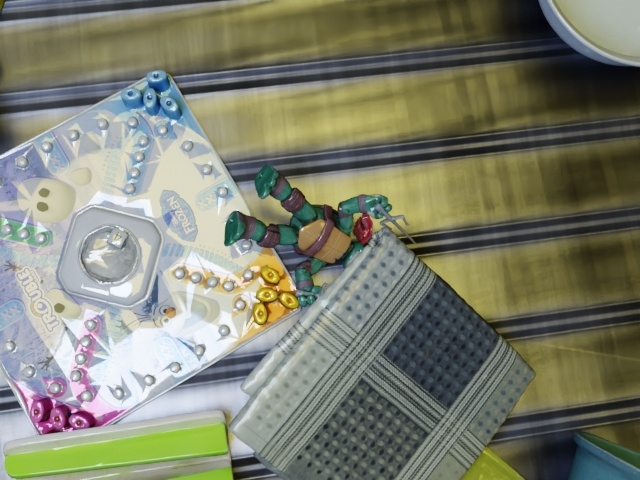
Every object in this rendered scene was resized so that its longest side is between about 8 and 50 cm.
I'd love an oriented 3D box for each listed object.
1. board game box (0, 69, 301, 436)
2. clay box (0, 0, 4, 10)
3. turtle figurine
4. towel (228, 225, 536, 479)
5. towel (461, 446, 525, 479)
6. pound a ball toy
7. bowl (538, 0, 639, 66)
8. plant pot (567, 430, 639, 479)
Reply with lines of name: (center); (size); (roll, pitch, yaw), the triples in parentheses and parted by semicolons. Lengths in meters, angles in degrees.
board game box: (-0.281, 0.019, 1.075); (0.390, 0.050, 0.390); (-30, 86, -8)
clay box: (-0.484, -0.403, 1.113); (0.127, 0.053, 0.222); (16, 80, -2)
turtle figurine: (0.000, 0.000, 1.062); (0.234, 0.118, 0.175); (26, 91, -26)
towel: (0.082, 0.200, 1.039); (0.312, 0.056, 0.324); (42, 82, -18)
towel: (0.173, 0.388, 1.080); (0.102, 0.021, 0.237); (41, 81, 0)
pound a ball toy: (-0.256, 0.343, 0.965); (0.319, 0.136, 0.208); (-8, 47, -9)
bowl: (0.426, -0.368, 1.148); (0.297, 0.134, 0.298); (1, 82, -4)
plant pot: (0.400, 0.451, 0.956); (0.341, 0.341, 0.334); (23, 90, -2)
